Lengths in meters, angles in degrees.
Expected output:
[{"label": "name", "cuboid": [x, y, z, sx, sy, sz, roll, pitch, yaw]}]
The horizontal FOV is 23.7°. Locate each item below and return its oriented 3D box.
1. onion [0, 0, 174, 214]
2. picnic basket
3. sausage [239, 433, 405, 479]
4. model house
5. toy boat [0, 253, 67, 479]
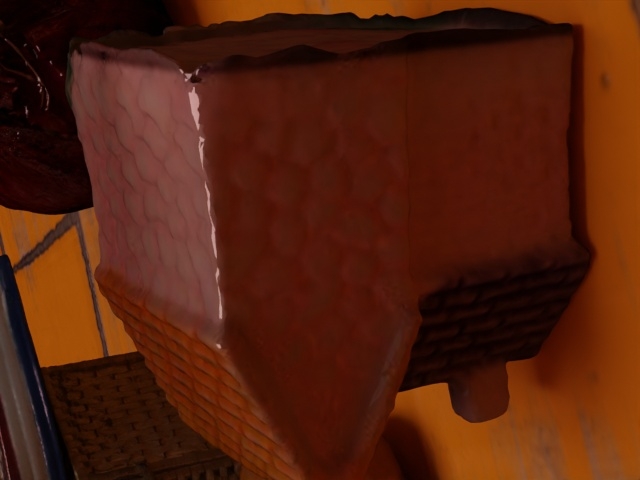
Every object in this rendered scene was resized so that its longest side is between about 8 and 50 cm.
[{"label": "onion", "cuboid": [-0.224, -0.163, 1.269, 0.221, 0.281, 0.280, -11, 90, 31]}, {"label": "picnic basket", "cuboid": [-0.114, 0.180, 1.187, 0.154, 0.196, 0.134, 61, 147, 35]}, {"label": "sausage", "cuboid": [0.031, 0.298, 1.035, 0.134, 0.116, 0.353, -9, 96, 55]}, {"label": "model house", "cuboid": [0.000, 0.000, 0.827, 0.202, 0.237, 0.237, 14, 111, 56]}, {"label": "toy boat", "cuboid": [-0.226, 0.120, 1.126, 0.080, 0.046, 0.228, -47, 54, 51]}]
